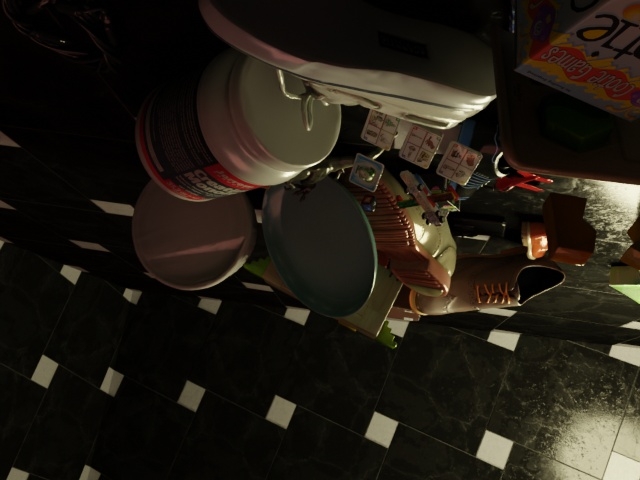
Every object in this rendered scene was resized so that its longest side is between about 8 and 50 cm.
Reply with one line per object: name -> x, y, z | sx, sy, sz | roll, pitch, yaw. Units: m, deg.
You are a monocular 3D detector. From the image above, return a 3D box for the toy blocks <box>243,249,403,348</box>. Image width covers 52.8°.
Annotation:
toy blocks -> 0.056, 0.041, 1.481 | 0.381, 0.261, 0.191 | 26, 169, 7

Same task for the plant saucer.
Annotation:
plant saucer -> 0.000, 0.000, 1.282 | 0.043, 0.318, 0.317 | -25, -169, -39

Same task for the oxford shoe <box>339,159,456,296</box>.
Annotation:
oxford shoe -> 0.168, -0.046, 1.319 | 0.140, 0.147, 0.397 | 6, 147, 38

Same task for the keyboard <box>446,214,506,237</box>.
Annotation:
keyboard -> 0.325, -0.034, 1.459 | 0.180, 0.023, 0.108 | 7, 159, 14

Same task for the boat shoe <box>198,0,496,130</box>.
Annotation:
boat shoe -> 0.025, -0.205, 0.770 | 0.367, 0.136, 0.156 | 8, 153, -22

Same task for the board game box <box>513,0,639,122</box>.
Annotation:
board game box -> 0.288, -0.223, 0.467 | 0.144, 0.142, 0.275 | 15, 159, -21

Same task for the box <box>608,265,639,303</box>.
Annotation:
box -> 0.905, 0.109, 1.559 | 0.322, 0.059, 0.232 | -7, 158, 45

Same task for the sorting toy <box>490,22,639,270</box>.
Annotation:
sorting toy -> 0.277, -0.101, 0.601 | 0.229, 0.307, 0.041 | 10, 141, -2

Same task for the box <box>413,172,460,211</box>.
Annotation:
box -> 0.226, -0.091, 1.240 | 0.062, 0.052, 0.083 | -3, 160, 36

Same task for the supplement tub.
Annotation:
supplement tub -> -0.123, -0.164, 0.917 | 0.191, 0.191, 0.272 | 21, 162, -38

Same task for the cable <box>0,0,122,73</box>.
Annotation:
cable -> -0.351, -0.285, 0.891 | 0.150, 0.047, 0.184 | 11, 166, -4

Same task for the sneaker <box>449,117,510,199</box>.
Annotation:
sneaker -> 0.263, -0.120, 1.050 | 0.090, 0.081, 0.232 | 14, 165, 12

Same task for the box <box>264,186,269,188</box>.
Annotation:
box -> -0.110, -0.161, 1.182 | 0.087, 0.058, 0.232 | 12, 166, -13

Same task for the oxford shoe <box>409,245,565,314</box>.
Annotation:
oxford shoe -> 0.383, 0.098, 1.484 | 0.363, 0.130, 0.133 | -17, -162, -11

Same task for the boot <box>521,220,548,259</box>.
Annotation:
boot -> 0.494, 0.002, 1.419 | 0.084, 0.059, 0.158 | -2, 161, 23

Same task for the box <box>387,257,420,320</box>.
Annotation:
box -> 0.183, 0.083, 1.635 | 0.167, 0.203, 0.168 | 8, 165, 8

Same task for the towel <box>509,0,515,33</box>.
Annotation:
towel -> 0.344, -0.205, 0.761 | 0.243, 0.040, 0.336 | 4, 164, 17

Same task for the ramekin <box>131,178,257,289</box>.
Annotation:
ramekin -> -0.261, -0.028, 1.405 | 0.272, 0.273, 0.127 | 6, 177, 13

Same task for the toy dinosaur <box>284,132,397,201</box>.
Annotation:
toy dinosaur -> -0.001, -0.123, 1.109 | 0.268, 0.064, 0.118 | -13, 165, -5

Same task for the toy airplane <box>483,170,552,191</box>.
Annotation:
toy airplane -> 0.350, -0.107, 1.145 | 0.151, 0.028, 0.151 | 10, 165, 3

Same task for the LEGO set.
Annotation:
LEGO set -> 0.145, -0.112, 1.056 | 0.182, 0.060, 0.244 | 26, 147, 6
